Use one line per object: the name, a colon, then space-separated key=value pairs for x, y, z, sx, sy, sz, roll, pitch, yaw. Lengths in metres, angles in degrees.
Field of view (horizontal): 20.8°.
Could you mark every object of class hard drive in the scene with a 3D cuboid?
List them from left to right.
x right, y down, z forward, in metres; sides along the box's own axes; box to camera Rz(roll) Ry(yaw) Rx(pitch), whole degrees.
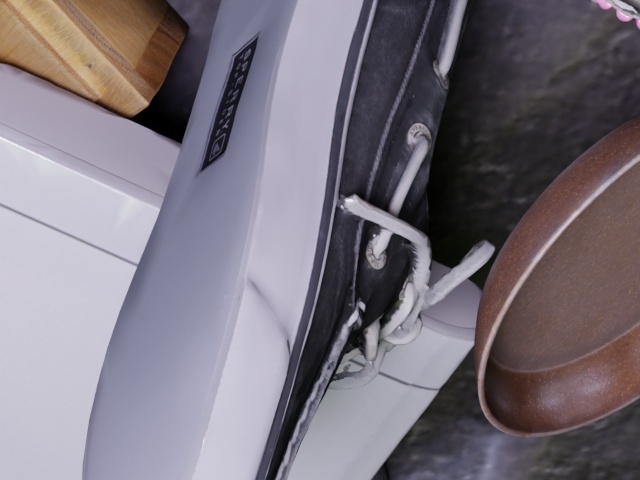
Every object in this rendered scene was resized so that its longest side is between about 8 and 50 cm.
hard drive: x=-0.111 y=0.099 z=0.814 sx=0.233 sy=0.047 sz=0.353 roll=24 pitch=130 yaw=-11

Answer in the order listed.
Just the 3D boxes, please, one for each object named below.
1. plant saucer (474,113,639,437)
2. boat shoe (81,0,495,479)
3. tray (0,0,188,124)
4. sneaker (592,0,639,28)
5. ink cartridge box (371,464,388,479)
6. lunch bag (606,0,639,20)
plant saucer: x=0.120 y=0.005 z=0.655 sx=0.029 sy=0.168 sz=0.168 roll=50 pitch=135 yaw=31
boat shoe: x=-0.002 y=0.001 z=0.643 sx=0.105 sy=0.306 sz=0.113 roll=26 pitch=146 yaw=-23
tray: x=-0.281 y=-0.051 z=0.802 sx=0.411 sy=0.076 sz=0.203 roll=-31 pitch=114 yaw=29
sneaker: x=0.160 y=-0.104 z=0.687 sx=0.119 sy=0.047 sz=0.057 roll=14 pitch=108 yaw=1
ink cartridge box: x=-0.080 y=0.134 z=0.905 sx=0.232 sy=0.066 sz=0.189 roll=-7 pitch=124 yaw=13
lunch bag: x=0.215 y=-0.124 z=0.508 sx=0.305 sy=0.212 sz=0.256 roll=35 pitch=126 yaw=14
